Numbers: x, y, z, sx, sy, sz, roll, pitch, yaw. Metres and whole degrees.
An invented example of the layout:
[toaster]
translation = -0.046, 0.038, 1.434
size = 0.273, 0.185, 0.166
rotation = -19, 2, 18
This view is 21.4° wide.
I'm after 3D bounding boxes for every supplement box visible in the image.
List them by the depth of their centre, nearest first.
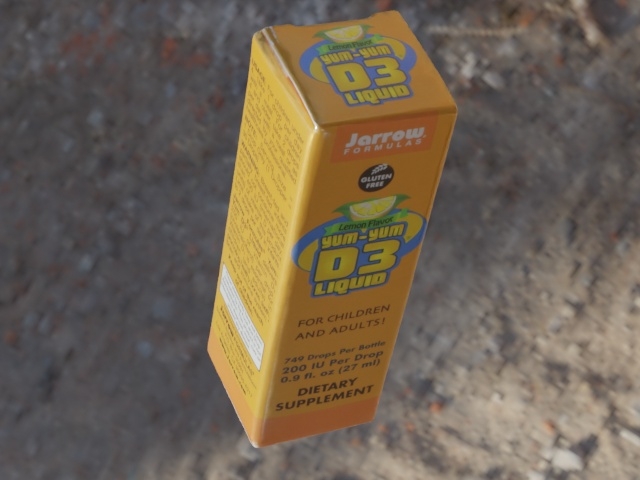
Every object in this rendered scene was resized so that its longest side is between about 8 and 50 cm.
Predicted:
[supplement box]
translation = 0.000, 0.000, 0.849
size = 0.233, 0.078, 0.080
rotation = 100, 152, -43
